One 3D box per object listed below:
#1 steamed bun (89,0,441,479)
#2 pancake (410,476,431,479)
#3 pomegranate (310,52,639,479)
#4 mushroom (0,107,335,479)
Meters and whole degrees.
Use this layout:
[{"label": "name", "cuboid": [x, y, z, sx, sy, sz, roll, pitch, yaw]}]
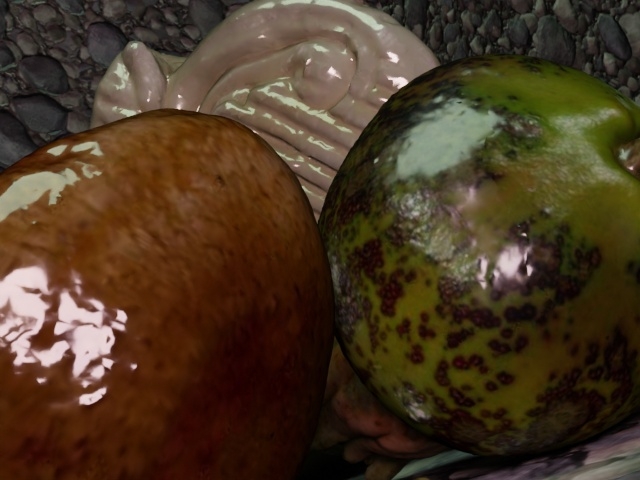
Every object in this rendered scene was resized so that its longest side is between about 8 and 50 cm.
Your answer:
[{"label": "steamed bun", "cuboid": [-0.009, 0.001, 1.298, 0.310, 0.324, 0.219, -10, -1, 28]}, {"label": "pancake", "cuboid": [0.007, 0.139, 0.933, 0.108, 0.017, 0.108, -19, -6, -2]}, {"label": "pomegranate", "cuboid": [0.094, 0.041, 1.003, 0.204, 0.276, 0.222, 29, 25, 35]}, {"label": "mushroom", "cuboid": [-0.096, 0.064, 0.901, 0.195, 0.263, 0.283, 16, 20, 9]}]
